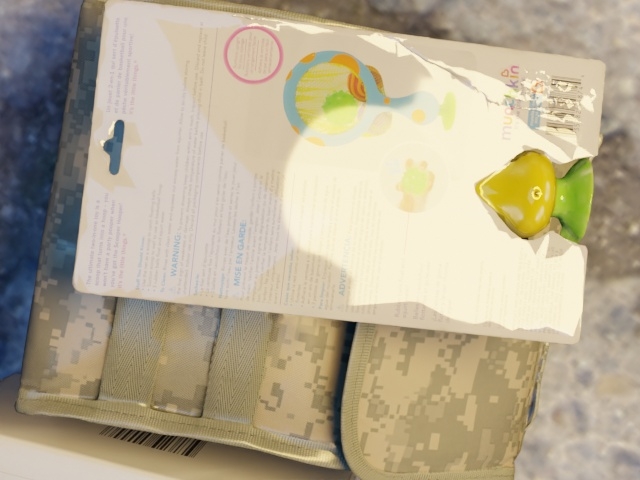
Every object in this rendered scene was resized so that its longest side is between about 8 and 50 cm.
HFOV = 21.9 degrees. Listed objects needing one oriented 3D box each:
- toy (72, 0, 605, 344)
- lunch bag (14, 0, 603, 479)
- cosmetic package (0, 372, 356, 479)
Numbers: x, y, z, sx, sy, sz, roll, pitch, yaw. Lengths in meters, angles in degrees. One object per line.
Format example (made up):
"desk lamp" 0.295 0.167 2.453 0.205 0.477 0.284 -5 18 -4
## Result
"toy" 0.010 -0.030 0.790 0.237 0.056 0.136 6 87 -2
"lunch bag" 0.000 0.000 0.903 0.287 0.169 0.235 11 93 -2
"cosmetic package" -0.115 0.220 0.954 0.224 0.138 0.224 13 99 6
